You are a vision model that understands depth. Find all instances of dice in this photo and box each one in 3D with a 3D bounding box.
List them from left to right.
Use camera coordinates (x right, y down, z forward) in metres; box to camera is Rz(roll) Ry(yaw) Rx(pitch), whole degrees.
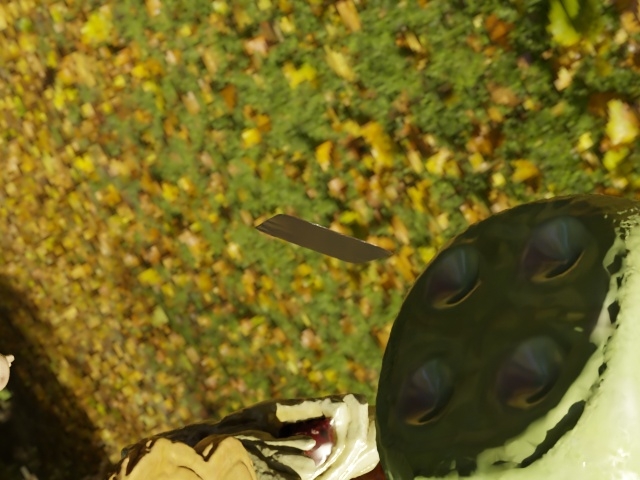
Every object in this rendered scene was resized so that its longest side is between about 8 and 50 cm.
[{"bbox_3d":[0.216,0.126,0.947,0.254,0.250,0.252,32,151,-29],"label":"dice"}]

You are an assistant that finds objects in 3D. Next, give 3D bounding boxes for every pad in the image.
[{"bbox_3d":[0.000,0.000,1.778,0.181,0.004,0.267,20,171,-10],"label":"pad"}]

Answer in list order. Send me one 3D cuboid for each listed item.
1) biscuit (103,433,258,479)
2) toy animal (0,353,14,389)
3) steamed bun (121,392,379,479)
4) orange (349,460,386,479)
[{"bbox_3d":[-0.174,0.361,1.318,0.051,0.376,0.269,-5,114,34],"label":"biscuit"},{"bbox_3d":[-0.536,0.214,1.814,0.089,0.150,0.083,2,113,33],"label":"toy animal"},{"bbox_3d":[-0.114,0.346,1.742,0.189,0.428,0.247,68,-169,-50],"label":"steamed bun"},{"bbox_3d":[0.201,0.498,1.991,0.326,0.424,0.424,23,168,-20],"label":"orange"}]
